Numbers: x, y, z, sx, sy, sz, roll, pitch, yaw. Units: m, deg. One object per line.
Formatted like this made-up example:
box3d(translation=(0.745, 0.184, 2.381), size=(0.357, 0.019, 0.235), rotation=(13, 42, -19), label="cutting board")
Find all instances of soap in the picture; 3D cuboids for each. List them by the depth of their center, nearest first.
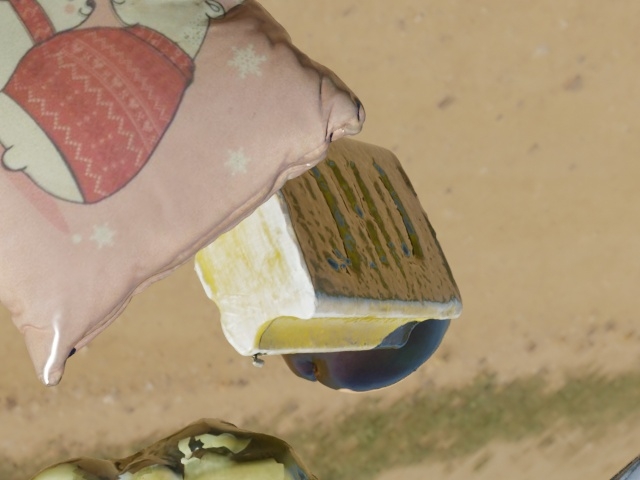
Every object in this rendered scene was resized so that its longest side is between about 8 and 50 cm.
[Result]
box3d(translation=(0.000, 0.000, 1.119), size=(0.089, 0.173, 0.274), rotation=(-30, 165, 22), label="soap")

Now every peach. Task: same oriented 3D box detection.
box3d(translation=(0.037, 0.070, 1.484), size=(0.184, 0.184, 0.184), rotation=(-29, 149, -19), label="peach")

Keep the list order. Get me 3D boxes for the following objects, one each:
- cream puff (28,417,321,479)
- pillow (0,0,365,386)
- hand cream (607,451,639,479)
box3d(translation=(-0.103, 0.291, 1.122), size=(0.325, 0.291, 0.257), rotation=(-16, 175, -11), label="cream puff")
box3d(translation=(-0.125, -0.077, 0.772), size=(0.223, 0.236, 0.084), rotation=(-36, 166, -13), label="pillow")
box3d(translation=(0.098, 0.177, 0.678), size=(0.271, 0.058, 0.091), rotation=(-47, 161, -12), label="hand cream")
